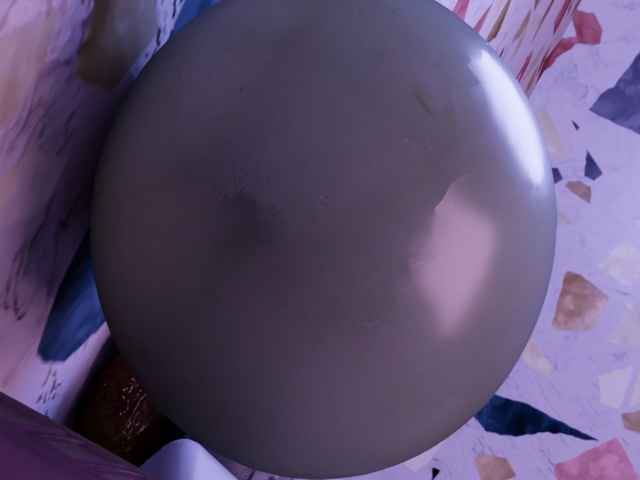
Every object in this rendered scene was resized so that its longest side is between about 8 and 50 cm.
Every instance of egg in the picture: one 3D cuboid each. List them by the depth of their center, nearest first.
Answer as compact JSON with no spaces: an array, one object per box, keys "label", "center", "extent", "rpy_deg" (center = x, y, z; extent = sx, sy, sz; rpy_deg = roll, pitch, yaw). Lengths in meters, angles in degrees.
[{"label":"egg","center":[0.000,0.000,0.651],"extent":[0.203,0.203,0.282],"rpy_deg":[-58,173,-25]}]

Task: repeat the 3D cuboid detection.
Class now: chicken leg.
[{"label":"chicken leg","center":[-0.105,0.095,0.846],"extent":[0.219,0.048,0.089],"rpy_deg":[-62,169,2]}]

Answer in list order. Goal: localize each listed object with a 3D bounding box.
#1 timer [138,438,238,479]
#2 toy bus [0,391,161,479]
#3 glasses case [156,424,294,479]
[{"label":"timer","center":[-0.075,0.254,0.739],"extent":[0.194,0.195,0.192],"rpy_deg":[-42,-165,16]},{"label":"toy bus","center":[-0.104,0.142,0.546],"extent":[0.142,0.202,0.142],"rpy_deg":[39,75,-48]},{"label":"glasses case","center":[-0.100,0.184,0.900],"extent":[0.327,0.076,0.125],"rpy_deg":[-52,-167,28]}]
